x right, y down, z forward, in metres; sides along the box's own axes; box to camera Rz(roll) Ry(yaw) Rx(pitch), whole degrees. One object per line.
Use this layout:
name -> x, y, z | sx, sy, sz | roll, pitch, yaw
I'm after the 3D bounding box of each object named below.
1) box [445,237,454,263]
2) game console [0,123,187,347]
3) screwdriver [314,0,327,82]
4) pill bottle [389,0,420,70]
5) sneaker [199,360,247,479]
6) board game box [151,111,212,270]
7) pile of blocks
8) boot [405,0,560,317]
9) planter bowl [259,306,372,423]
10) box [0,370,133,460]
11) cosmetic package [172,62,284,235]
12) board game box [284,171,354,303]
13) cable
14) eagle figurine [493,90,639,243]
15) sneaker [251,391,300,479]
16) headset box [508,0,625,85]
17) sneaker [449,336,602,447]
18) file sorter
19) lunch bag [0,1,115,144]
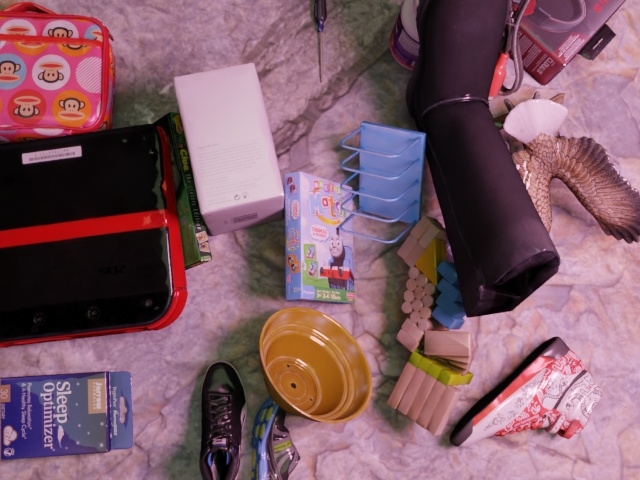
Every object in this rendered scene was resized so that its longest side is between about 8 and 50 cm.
box -> 0.258, 0.018, 1.393 | 0.083, 0.018, 0.067 | -33, 86, -8
game console -> -0.426, -0.003, 1.285 | 0.387, 0.060, 0.341 | -7, 86, 5
screwdriver -> -0.002, -0.378, 1.436 | 0.025, 0.024, 0.169 | 2, 88, 26
pill bottle -> 0.190, -0.384, 1.359 | 0.108, 0.193, 0.108 | 1, 81, -4
sneaker -> -0.160, 0.308, 1.266 | 0.079, 0.121, 0.216 | -1, 82, -5
board game box -> -0.260, -0.075, 1.319 | 0.030, 0.136, 0.259 | -5, 80, -47
pile of blocks -> 0.214, 0.143, 1.316 | 0.149, 0.113, 0.361 | 0, 84, 37
boot -> 0.251, -0.149, 1.177 | 0.146, 0.367, 0.444 | -6, 60, -3
planter bowl -> -0.027, 0.225, 1.284 | 0.217, 0.090, 0.217 | 22, 42, -22
box -> -0.434, 0.293, 1.293 | 0.226, 0.036, 0.136 | -3, 82, -6
cosmetic package -> -0.148, -0.145, 1.283 | 0.138, 0.224, 0.224 | -14, 83, -6
board game box -> 0.000, 0.000, 1.314 | 0.039, 0.160, 0.211 | -8, 79, 35
cable -> 0.322, -0.357, 1.348 | 0.140, 0.287, 0.072 | 32, 45, 8
eagle figurine -> 0.410, -0.106, 1.341 | 0.225, 0.226, 0.298 | -9, 76, -26
sneaker -> -0.073, 0.352, 1.304 | 0.078, 0.067, 0.188 | 8, 78, -24
headset box -> 0.417, -0.453, 1.428 | 0.293, 0.110, 0.218 | 43, 80, 3
sneaker -> 0.363, 0.303, 1.321 | 0.270, 0.090, 0.145 | -39, 84, -11
file sorter -> 0.099, -0.096, 1.293 | 0.118, 0.104, 0.170 | 16, 124, 27
lunch bag -> -0.508, -0.296, 1.340 | 0.293, 0.120, 0.258 | 1, 78, -7
